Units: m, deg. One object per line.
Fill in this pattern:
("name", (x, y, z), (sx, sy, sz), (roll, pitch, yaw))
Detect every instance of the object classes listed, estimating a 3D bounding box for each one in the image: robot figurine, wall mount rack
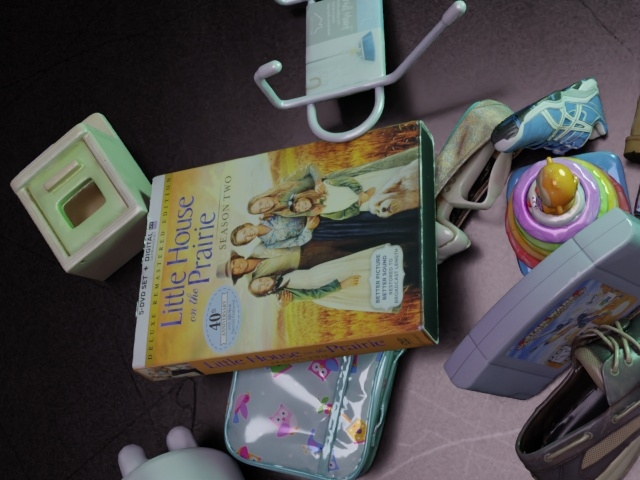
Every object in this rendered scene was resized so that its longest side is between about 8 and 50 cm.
("robot figurine", (-0.164, 0.419, 1.433), (0.300, 0.199, 0.353), (-21, 48, -11))
("wall mount rack", (0.060, -0.317, 1.480), (0.304, 0.130, 0.350), (-13, 57, 19))

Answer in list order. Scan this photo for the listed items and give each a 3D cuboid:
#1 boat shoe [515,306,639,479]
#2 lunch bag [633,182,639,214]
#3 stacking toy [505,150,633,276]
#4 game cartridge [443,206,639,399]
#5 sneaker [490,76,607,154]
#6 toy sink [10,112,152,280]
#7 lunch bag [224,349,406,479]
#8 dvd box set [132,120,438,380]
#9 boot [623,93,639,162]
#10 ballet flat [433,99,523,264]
("boat shoe", (0.379, 0.171, 1.339), (0.355, 0.130, 0.132), (-55, 29, 6))
("lunch bag", (0.462, -0.061, 1.418), (0.083, 0.053, 0.071), (15, 88, 10))
("stacking toy", (0.298, -0.042, 1.334), (0.166, 0.302, 0.175), (-11, 80, 15))
("game cartridge", (0.299, 0.089, 1.342), (0.297, 0.198, 0.062), (-46, 59, 20))
("sneaker", (0.308, -0.151, 1.415), (0.080, 0.211, 0.081), (-24, 91, 55))
("toy sink", (-0.360, -0.080, 1.635), (0.153, 0.131, 0.234), (-38, 73, 9))
("lunch bag", (-0.004, 0.187, 1.497), (0.224, 0.108, 0.279), (10, 85, 19))
("dvd box set", (-0.050, 0.017, 1.458), (0.420, 0.062, 0.307), (-9, 61, 23))
("boot", (0.526, -0.224, 1.404), (0.236, 0.089, 0.269), (12, 84, 18))
("ballet flat", (0.174, -0.049, 1.468), (0.106, 0.107, 0.316), (35, 95, 40))
